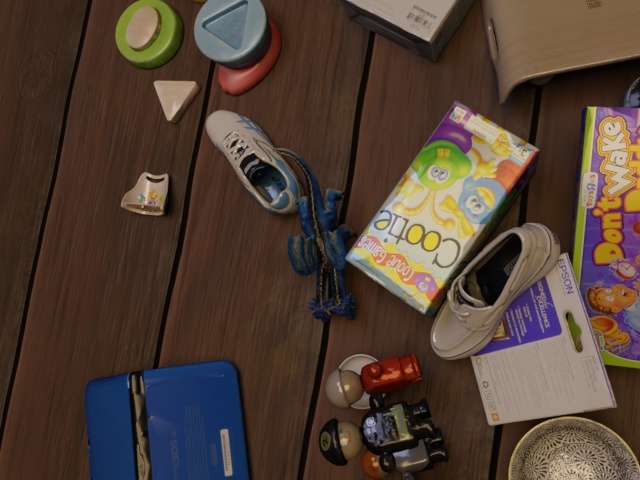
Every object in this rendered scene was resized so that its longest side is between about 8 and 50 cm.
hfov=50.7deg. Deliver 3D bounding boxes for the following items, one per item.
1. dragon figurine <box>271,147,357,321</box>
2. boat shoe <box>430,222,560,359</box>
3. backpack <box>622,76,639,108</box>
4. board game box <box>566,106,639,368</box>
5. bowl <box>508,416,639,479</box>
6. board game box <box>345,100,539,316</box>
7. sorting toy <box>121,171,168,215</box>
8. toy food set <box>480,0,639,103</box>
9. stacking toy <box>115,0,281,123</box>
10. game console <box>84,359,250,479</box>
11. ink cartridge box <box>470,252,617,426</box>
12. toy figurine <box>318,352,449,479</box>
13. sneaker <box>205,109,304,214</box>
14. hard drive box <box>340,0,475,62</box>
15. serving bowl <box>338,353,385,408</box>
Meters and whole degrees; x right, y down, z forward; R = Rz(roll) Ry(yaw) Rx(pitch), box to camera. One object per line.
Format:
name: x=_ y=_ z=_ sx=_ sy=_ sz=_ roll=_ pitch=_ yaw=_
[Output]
dragon figurine: x=0.000 y=0.000 z=1.022 sx=0.085 sy=0.289 sz=0.144 roll=-7 pitch=42 yaw=12
boat shoe: x=0.216 y=0.072 z=0.935 sx=0.095 sy=0.084 sz=0.258 roll=56 pitch=130 yaw=37
backpack: x=0.487 y=-0.179 z=0.973 sx=0.105 sy=0.084 sz=0.114 roll=-2 pitch=87 yaw=16
board game box: x=0.462 y=-0.001 z=0.910 sx=0.233 sy=0.078 sz=0.347 roll=4 pitch=98 yaw=16
bowl: x=0.349 y=0.326 z=0.936 sx=0.170 sy=0.080 sz=0.170 roll=-2 pitch=81 yaw=16
board game box: x=0.184 y=-0.039 z=1.005 sx=0.142 sy=0.144 sz=0.275 roll=36 pitch=93 yaw=17
sorting toy: x=-0.301 y=-0.086 z=1.203 sx=0.083 sy=0.045 sz=0.075 roll=6 pitch=76 yaw=17
toy food set: x=0.410 y=-0.329 z=1.021 sx=0.306 sy=0.092 sz=0.220 roll=-8 pitch=64 yaw=13
stacking toy: x=-0.241 y=-0.388 z=1.185 sx=0.279 sy=0.130 sz=0.309 roll=-35 pitch=74 yaw=7
game console: x=-0.259 y=0.362 z=1.128 sx=0.250 sy=0.173 sz=0.293 roll=-5 pitch=79 yaw=-17
ink cartridge box: x=0.297 y=0.143 z=0.940 sx=0.208 sy=0.045 sz=0.206 roll=-28 pitch=69 yaw=49
toy figurine: x=0.092 y=0.283 z=0.935 sx=0.148 sy=0.213 sz=0.209 roll=-17 pitch=108 yaw=7
sneaker: x=-0.116 y=-0.139 z=1.136 sx=0.085 sy=0.086 sz=0.237 roll=-44 pitch=72 yaw=7
hard drive box: x=0.171 y=-0.439 z=1.100 sx=0.181 sy=0.089 sz=0.232 roll=34 pitch=92 yaw=17
serving bowl: x=0.067 y=0.221 z=1.058 sx=0.083 sy=0.027 sz=0.083 roll=-3 pitch=80 yaw=15
